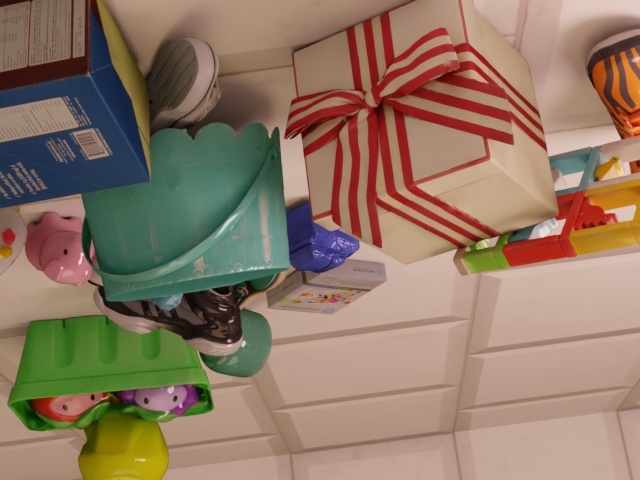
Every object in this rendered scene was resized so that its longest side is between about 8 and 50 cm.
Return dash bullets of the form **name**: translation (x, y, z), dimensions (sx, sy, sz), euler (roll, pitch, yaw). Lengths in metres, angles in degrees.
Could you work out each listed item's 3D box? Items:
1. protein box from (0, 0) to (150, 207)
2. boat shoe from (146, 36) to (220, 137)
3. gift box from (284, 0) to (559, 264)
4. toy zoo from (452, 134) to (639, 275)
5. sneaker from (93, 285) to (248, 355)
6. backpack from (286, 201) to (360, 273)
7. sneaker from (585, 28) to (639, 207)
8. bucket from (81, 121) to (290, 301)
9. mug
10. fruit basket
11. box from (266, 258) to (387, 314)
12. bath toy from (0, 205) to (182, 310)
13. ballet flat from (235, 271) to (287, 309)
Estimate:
- **protein box**: translation (-0.310, -0.152, 1.249), dimensions (0.201, 0.136, 0.200), euler (-10, 149, 7)
- **boat shoe**: translation (-0.156, -0.181, 1.361), dimensions (0.076, 0.083, 0.226), euler (-7, 173, -28)
- **gift box**: translation (0.128, -0.115, 1.346), dimensions (0.255, 0.276, 0.258), euler (-24, 152, 25)
- **toy zoo**: translation (0.318, -0.050, 1.409), dimensions (0.293, 0.192, 0.030), euler (-12, 123, 37)
- **sneaker**: translation (-0.248, 0.086, 1.954), dimensions (0.268, 0.101, 0.153), euler (19, 121, 5)
- **backpack**: translation (0.000, 0.000, 1.813), dimensions (0.098, 0.101, 0.120), euler (-18, 160, 42)
- **sneaker**: translation (0.436, -0.140, 1.490), dimensions (0.124, 0.180, 0.321), euler (-17, 156, 23)
- **bucket**: translation (-0.171, -0.031, 1.477), dimensions (0.281, 0.183, 0.281), euler (-11, 175, -1)
- **mug**: translation (-0.180, 0.194, 2.195), dimensions (0.158, 0.129, 0.097), euler (-27, 150, 37)
- **fruit basket**: translation (-0.383, 0.339, 2.182), dimensions (0.392, 0.392, 0.283), euler (-5, 158, -5)
- **box**: translation (0.009, 0.083, 2.104), dimensions (0.145, 0.038, 0.186), euler (8, 155, -32)
- **bath toy**: translation (-0.370, 0.026, 1.724), dimensions (0.348, 0.129, 0.151), euler (13, 151, -39)
- **ballet flat**: translation (-0.106, 0.054, 1.962), dimensions (0.086, 0.086, 0.248), euler (6, 156, -31)
